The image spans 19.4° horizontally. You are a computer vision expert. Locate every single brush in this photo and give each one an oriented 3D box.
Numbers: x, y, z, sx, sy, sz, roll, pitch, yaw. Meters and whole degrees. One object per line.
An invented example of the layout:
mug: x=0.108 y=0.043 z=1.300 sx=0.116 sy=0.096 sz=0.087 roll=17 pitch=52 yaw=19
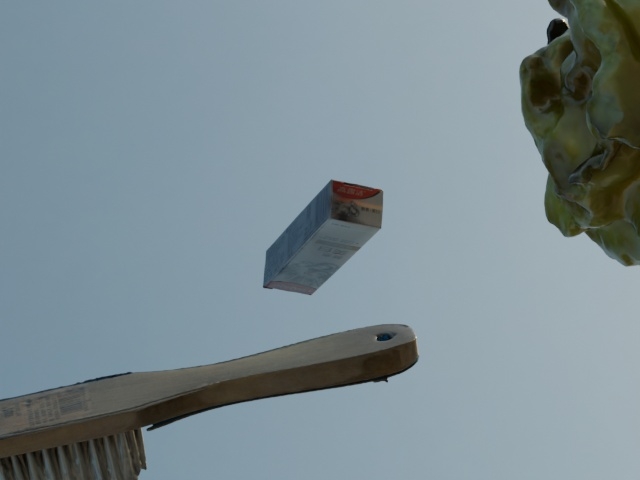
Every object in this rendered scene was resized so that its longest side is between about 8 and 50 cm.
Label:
brush: x=-0.093 y=0.117 z=1.226 sx=0.070 sy=0.327 sz=0.065 roll=-108 pitch=5 yaw=-73

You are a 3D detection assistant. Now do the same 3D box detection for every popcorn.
popcorn: x=0.197 y=-0.083 z=0.991 sx=0.189 sy=0.169 sz=0.218 roll=-10 pitch=-61 yaw=-14

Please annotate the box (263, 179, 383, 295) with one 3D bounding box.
box: x=0.000 y=0.000 z=1.789 sx=0.218 sy=0.055 sz=0.039 roll=133 pitch=144 yaw=-65
